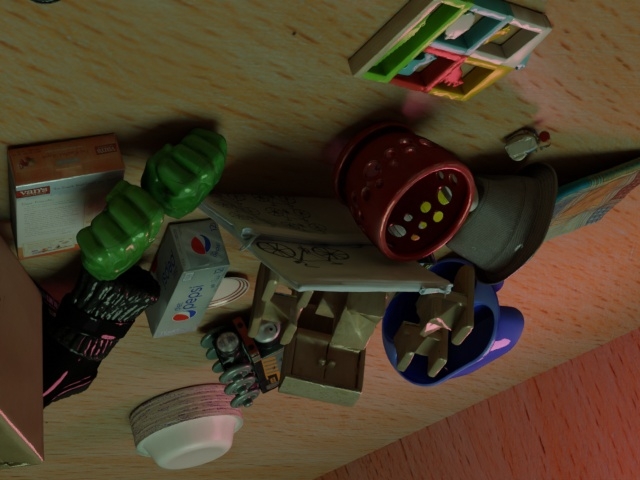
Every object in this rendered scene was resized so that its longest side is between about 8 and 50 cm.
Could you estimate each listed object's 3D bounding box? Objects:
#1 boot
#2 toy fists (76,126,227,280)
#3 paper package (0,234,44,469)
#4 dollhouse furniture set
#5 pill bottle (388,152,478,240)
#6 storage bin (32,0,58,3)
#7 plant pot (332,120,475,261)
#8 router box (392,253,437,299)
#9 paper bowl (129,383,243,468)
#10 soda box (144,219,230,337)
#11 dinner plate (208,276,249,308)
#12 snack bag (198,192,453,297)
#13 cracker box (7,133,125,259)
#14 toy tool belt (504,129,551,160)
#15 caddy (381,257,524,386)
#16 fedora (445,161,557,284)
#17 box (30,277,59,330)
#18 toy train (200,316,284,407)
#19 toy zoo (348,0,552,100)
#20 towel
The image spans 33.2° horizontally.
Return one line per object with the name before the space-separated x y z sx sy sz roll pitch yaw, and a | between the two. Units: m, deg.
boot | -0.438 0.161 1.824 0.260 0.131 0.348 -50 172 20
toy fists | -0.243 -0.059 1.560 0.279 0.096 0.142 -44 -178 -25
paper package | -0.525 0.138 1.532 0.168 0.325 0.310 -16 141 3
dollhouse furniture set | 0.054 0.104 2.013 0.361 0.257 0.394 13 144 -9
pill bottle | 0.169 -0.060 1.937 0.215 0.117 0.117 -30 154 27
storage bin | -0.261 -0.333 1.073 0.180 0.084 0.122 -28 155 24
plant pot | 0.125 -0.089 1.730 0.191 0.174 0.191 -24 140 -23
router box | 0.144 0.074 2.306 0.133 0.046 0.179 0 151 -36
paper bowl | -0.336 0.487 2.748 0.284 0.148 0.284 -14 156 -6
soda box | -0.251 0.074 1.956 0.091 0.098 0.286 -9 156 -25
dinner plate | -0.211 0.102 2.149 0.141 0.017 0.141 -14 157 -6
snack bag | 0.000 0.000 1.740 0.323 0.342 0.037 3 113 -37
cracker box | -0.382 -0.062 1.603 0.155 0.067 0.232 -11 156 -20
toy tool belt | 0.374 -0.178 1.927 0.083 0.052 0.051 -24 -173 21
caddy | 0.285 0.184 2.409 0.179 0.241 0.341 0 151 -45
fedora | 0.315 -0.046 1.999 0.124 0.244 0.275 20 165 -12
box | -0.632 0.136 1.858 0.295 0.073 0.293 -18 156 0
toy train | -0.151 0.259 2.409 0.190 0.142 0.334 -27 156 -9
toy zoo | 0.208 -0.284 1.583 0.293 0.030 0.192 5 147 -42
towel | 0.512 -0.063 2.187 0.370 0.040 0.271 -19 161 -30
